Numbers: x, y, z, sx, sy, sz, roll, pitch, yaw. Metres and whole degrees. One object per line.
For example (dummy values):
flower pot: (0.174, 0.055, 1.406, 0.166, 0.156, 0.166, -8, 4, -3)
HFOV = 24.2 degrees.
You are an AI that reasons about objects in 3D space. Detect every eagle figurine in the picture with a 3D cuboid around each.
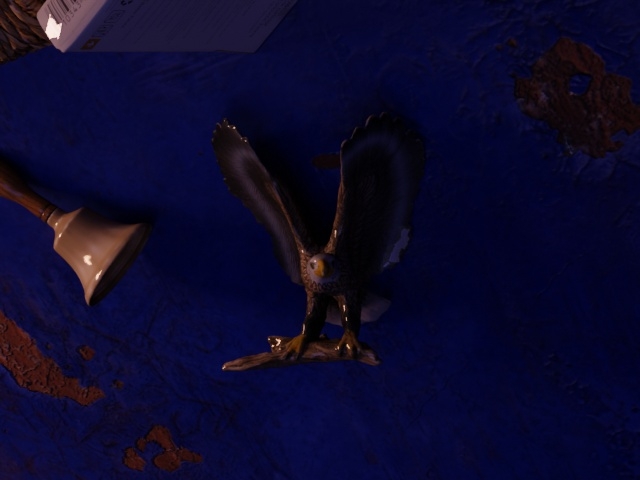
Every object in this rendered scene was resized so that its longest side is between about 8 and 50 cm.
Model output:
eagle figurine: (0.003, 0.000, 1.757, 0.226, 0.225, 0.298, -5, 91, -31)

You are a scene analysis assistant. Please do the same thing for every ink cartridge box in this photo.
ink cartridge box: (-0.094, -0.313, 1.533, 0.303, 0.307, 0.072, -47, 72, 30)

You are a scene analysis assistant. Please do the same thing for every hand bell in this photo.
hand bell: (-0.341, -0.039, 1.847, 0.242, 0.126, 0.126, 36, 122, 5)

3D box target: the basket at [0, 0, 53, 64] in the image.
basket: (-0.307, -0.360, 1.560, 0.223, 0.213, 0.299, -16, 116, 21)
